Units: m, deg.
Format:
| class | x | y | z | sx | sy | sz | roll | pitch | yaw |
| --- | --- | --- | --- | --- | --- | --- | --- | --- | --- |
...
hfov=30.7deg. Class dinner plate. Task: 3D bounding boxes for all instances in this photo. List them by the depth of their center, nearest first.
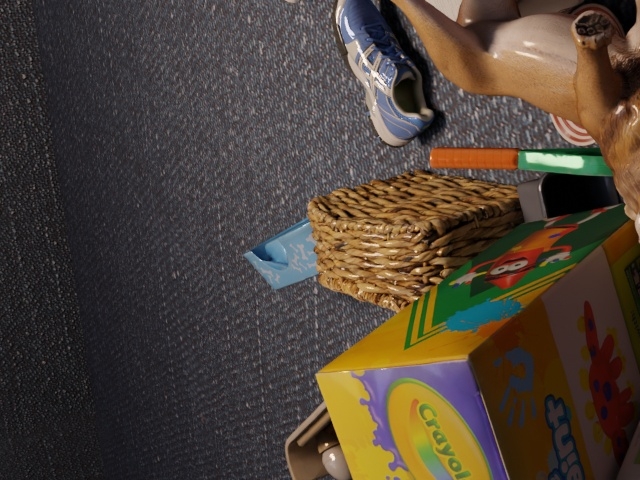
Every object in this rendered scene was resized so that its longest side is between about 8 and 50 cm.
| class | x | y | z | sx | sy | sz | roll | pitch | yaw |
| --- | --- | --- | --- | --- | --- | --- | --- | --- | --- |
| dinner plate | 0.270 | -0.165 | 1.168 | 0.141 | 0.017 | 0.141 | 180 | 90 | -66 |

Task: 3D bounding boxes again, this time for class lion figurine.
| class | x | y | z | sx | sy | sz | roll | pitch | yaw |
| --- | --- | --- | --- | --- | --- | --- | --- | --- | --- |
| lion figurine | 0.206 | -0.157 | 1.042 | 0.392 | 0.142 | 0.240 | 40 | 166 | 35 |

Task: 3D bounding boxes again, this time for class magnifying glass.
| class | x | y | z | sx | sy | sz | roll | pitch | yaw |
| --- | --- | --- | --- | --- | --- | --- | --- | --- | --- |
| magnifying glass | 0.223 | -0.079 | 1.160 | 0.231 | 0.092 | 0.026 | 5 | 102 | 23 |

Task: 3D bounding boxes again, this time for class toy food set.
| class | x | y | z | sx | sy | sz | roll | pitch | yaw |
| --- | --- | --- | --- | --- | --- | --- | --- | --- | --- |
| toy food set | 0.096 | 0.242 | 1.568 | 0.092 | 0.220 | 0.306 | 65 | 153 | 16 |

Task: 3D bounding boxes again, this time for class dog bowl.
| class | x | y | z | sx | sy | sz | roll | pitch | yaw |
| --- | --- | --- | --- | --- | --- | --- | --- | --- | --- |
| dog bowl | 0.000 | 0.000 | 1.689 | 0.074 | 0.166 | 0.297 | 61 | 154 | -3 |

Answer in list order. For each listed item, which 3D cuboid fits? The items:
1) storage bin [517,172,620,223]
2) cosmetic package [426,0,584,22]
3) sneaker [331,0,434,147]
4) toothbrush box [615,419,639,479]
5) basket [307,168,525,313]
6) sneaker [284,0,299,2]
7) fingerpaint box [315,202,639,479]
| class | x | y | z | sx | sy | sz | roll | pitch | yaw |
| --- | --- | --- | --- | --- | --- | --- | --- | --- | --- |
| storage bin | 0.256 | -0.013 | 1.243 | 0.091 | 0.098 | 0.135 | -173 | 68 | -74 |
| cosmetic package | 0.204 | -0.260 | 1.156 | 0.231 | 0.117 | 0.085 | -32 | 77 | 65 |
| sneaker | 0.085 | -0.225 | 1.475 | 0.081 | 0.080 | 0.211 | -17 | 100 | 58 |
| toothbrush box | 0.350 | 0.291 | 0.962 | 0.122 | 0.206 | 0.283 | -6 | 130 | 43 |
| basket | 0.121 | 0.052 | 1.404 | 0.299 | 0.214 | 0.223 | 17 | 120 | 60 |
| sneaker | -0.060 | -0.381 | 1.700 | 0.158 | 0.061 | 0.065 | 50 | 174 | 40 |
| fingerpaint box | 0.224 | 0.237 | 1.054 | 0.163 | 0.371 | 0.444 | -11 | 104 | 40 |
